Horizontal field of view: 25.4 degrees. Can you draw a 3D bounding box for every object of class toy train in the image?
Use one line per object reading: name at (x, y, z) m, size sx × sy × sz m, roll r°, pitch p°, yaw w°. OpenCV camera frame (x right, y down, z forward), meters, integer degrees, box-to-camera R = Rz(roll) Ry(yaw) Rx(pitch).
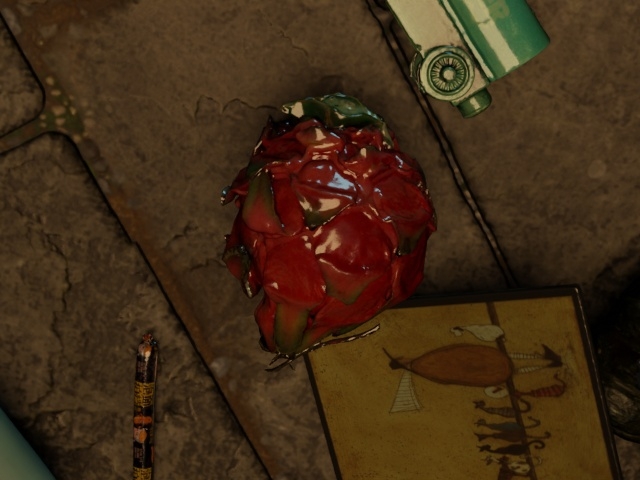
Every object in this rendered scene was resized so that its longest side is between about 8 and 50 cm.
toy train at (0.125, -0.253, 1.436) m, size 0.159 × 0.101 × 0.248 m, roll -34°, pitch 101°, yaw 1°

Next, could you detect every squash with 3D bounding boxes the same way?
squash at (0.361, 0.121, 1.485) m, size 0.193 × 0.156 × 0.193 m, roll -18°, pitch 139°, yaw -17°

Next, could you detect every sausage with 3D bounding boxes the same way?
sausage at (-0.197, 0.199, 1.603) m, size 0.028 × 0.025 × 0.198 m, roll 20°, pitch 113°, yaw 43°

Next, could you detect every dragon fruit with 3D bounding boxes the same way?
dragon fruit at (0.000, 0.000, 1.447) m, size 0.233 × 0.234 × 0.293 m, roll 19°, pitch 114°, yaw -3°

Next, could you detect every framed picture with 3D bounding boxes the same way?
framed picture at (0.143, 0.176, 1.517) m, size 0.338 × 0.014 × 0.255 m, roll -5°, pitch 108°, yaw 31°

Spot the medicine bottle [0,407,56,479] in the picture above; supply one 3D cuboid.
medicine bottle at (-0.374, 0.275, 1.572) m, size 0.139 × 0.139 × 0.225 m, roll -33°, pitch 102°, yaw 10°
